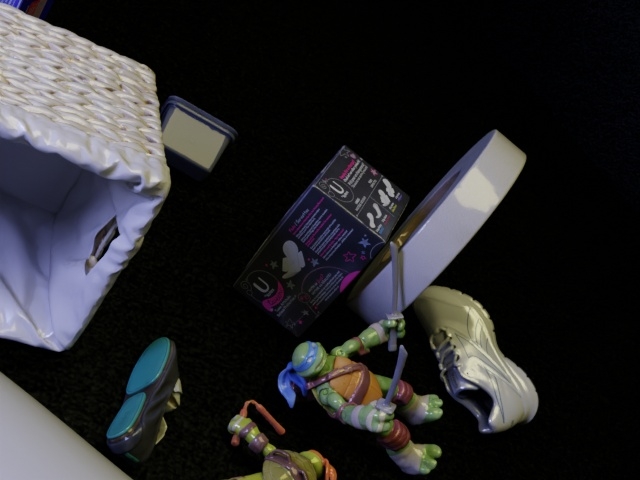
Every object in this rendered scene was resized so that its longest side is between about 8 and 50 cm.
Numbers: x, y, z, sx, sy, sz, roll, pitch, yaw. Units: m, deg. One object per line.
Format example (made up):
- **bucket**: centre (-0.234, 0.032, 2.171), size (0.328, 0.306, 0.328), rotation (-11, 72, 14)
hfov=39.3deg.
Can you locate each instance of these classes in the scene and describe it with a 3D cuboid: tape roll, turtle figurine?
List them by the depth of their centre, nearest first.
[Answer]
- **turtle figurine**: centre (-0.047, 0.327, 1.151), size (0.269, 0.087, 0.217), rotation (50, 36, 14)
- **turtle figurine**: centre (0.107, 0.207, 1.295), size (0.266, 0.275, 0.198), rotation (45, 5, -31)
- **tape roll**: centre (0.189, -0.018, 1.498), size (0.072, 0.392, 0.392), rotation (40, 35, 0)

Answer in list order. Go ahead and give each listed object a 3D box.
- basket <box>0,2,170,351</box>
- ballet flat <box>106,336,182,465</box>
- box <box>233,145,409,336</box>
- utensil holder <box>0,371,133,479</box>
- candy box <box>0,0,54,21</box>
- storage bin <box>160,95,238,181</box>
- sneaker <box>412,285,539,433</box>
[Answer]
- **basket**: centre (-0.390, -0.087, 1.084), size (0.331, 0.328, 0.266), rotation (20, 37, -25)
- **ballet flat**: centre (-0.218, 0.210, 1.149), size (0.074, 0.074, 0.203), rotation (32, 29, -12)
- **box**: centre (0.000, 0.000, 1.418), size (0.142, 0.247, 0.163), rotation (39, 34, -4)
- **utensil holder**: centre (-0.298, 0.300, 0.748), size (0.385, 0.327, 0.327), rotation (39, 34, 2)
- **candy box**: centre (-0.564, -0.416, 1.334), size (0.317, 0.268, 0.122), rotation (38, 31, -4)
- **storage bin**: centre (-0.228, -0.167, 1.540), size (0.135, 0.098, 0.091), rotation (30, 63, -15)
- **sneaker**: centre (0.255, 0.203, 1.562), size (0.129, 0.111, 0.297), rotation (-18, 63, -45)
